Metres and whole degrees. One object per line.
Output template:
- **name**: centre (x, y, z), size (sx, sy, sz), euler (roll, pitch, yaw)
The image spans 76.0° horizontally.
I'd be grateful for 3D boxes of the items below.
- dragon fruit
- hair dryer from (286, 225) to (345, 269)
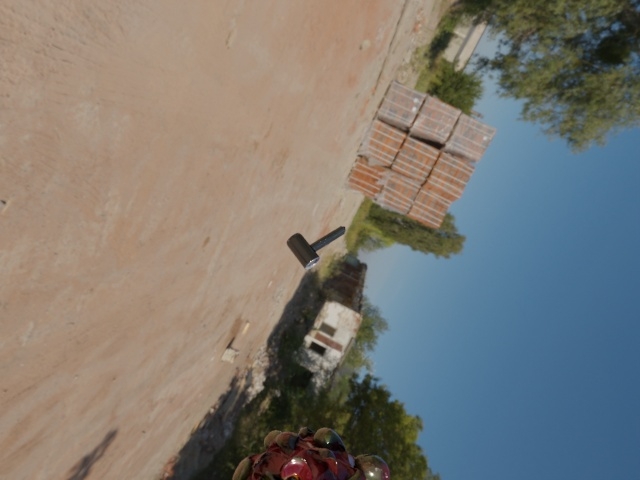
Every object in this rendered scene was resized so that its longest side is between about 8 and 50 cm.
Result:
- **dragon fruit**: centre (0.009, 0.354, 0.488), size (0.218, 0.273, 0.198), euler (-53, 178, -15)
- **hair dryer**: centre (0.000, 0.000, 0.556), size (0.083, 0.047, 0.026), euler (-31, 162, -21)
